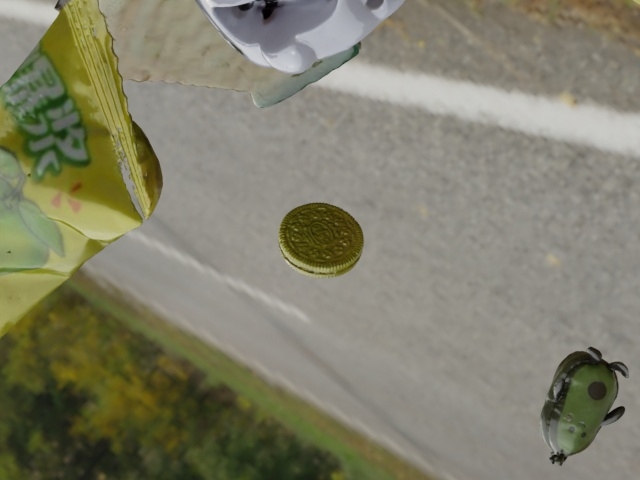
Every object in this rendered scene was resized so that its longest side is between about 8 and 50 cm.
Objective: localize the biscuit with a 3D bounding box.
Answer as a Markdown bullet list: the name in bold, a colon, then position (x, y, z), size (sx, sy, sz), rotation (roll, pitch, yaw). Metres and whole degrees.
- **biscuit**: position (0.000, 0.000, 1.451), size (0.084, 0.084, 0.023), rotation (36, 145, 20)

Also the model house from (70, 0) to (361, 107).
- **model house**: position (-0.096, -0.372, 1.665), size (0.342, 0.382, 0.334), rotation (5, 142, -23)

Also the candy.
- **candy**: position (-0.224, -0.040, 1.114), size (0.081, 0.297, 0.187), rotation (-6, -112, -48)

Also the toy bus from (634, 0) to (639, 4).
- **toy bus**: position (0.233, -0.222, 1.117), size (0.081, 0.074, 0.226), rotation (30, -157, -7)

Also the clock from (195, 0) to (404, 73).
- **clock**: position (-0.066, -0.250, 0.991), size (0.254, 0.189, 0.189), rotation (41, 171, -38)

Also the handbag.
- **handbag**: position (0.237, 0.155, 1.387), size (0.072, 0.111, 0.047), rotation (26, 176, -14)
